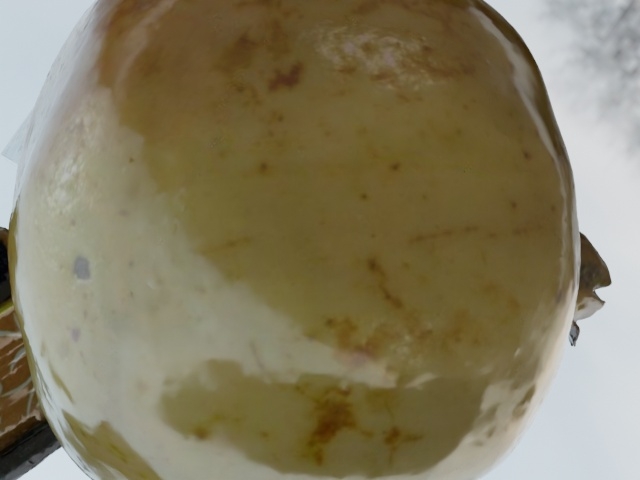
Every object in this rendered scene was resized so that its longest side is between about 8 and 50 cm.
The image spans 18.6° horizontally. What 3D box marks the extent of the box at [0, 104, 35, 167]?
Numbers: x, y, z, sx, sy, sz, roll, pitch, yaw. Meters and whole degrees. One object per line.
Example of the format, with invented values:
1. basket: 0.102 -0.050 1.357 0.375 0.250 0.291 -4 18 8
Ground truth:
1. box: -0.177 -0.076 1.367 0.040 0.084 0.154 38 175 -17

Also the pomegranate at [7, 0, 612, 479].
1. pomegranate: 0.000 0.000 1.051 0.342 0.342 0.342 30 -159 -13

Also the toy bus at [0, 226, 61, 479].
1. toy bus: -0.330 0.056 1.389 0.162 0.194 0.323 -35 -142 -29
